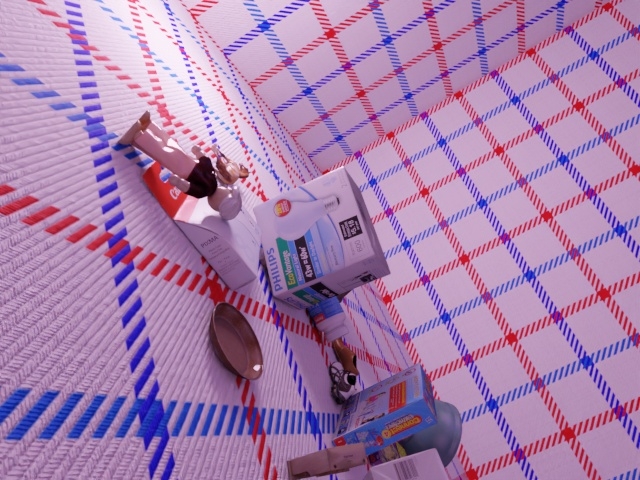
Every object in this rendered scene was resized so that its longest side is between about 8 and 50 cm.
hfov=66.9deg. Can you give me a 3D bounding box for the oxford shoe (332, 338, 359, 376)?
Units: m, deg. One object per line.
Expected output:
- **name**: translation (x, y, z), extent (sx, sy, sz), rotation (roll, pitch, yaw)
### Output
- **oxford shoe**: translation (0.101, 0.445, 1.890), extent (0.076, 0.076, 0.212), rotation (46, 16, -48)

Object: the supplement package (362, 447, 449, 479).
- **supplement package**: translation (0.200, 0.661, 1.185), extent (0.293, 0.177, 0.175), rotation (100, -25, -49)

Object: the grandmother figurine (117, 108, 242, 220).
- **grandmother figurine**: translation (-0.339, -0.181, 1.254), extent (0.342, 0.104, 0.208), rotation (43, 39, -23)

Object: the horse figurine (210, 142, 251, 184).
- **horse figurine**: translation (-0.337, -0.263, 1.735), extent (0.174, 0.066, 0.263), rotation (51, 11, -17)

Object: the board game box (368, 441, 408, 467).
- **board game box**: translation (0.252, 0.788, 1.775), extent (0.347, 0.056, 0.208), rotation (53, 9, -33)

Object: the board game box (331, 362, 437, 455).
- **board game box**: translation (0.204, 0.533, 1.523), extent (0.086, 0.302, 0.308), rotation (61, 11, 1)

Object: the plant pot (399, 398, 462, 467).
- **plant pot**: translation (0.417, 0.783, 2.024), extent (0.196, 0.293, 0.293), rotation (29, 19, -13)

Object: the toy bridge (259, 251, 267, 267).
- **toy bridge**: translation (-0.177, 0.062, 1.728), extent (0.063, 0.026, 0.188), rotation (59, 12, -13)

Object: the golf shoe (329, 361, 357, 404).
- **golf shoe**: translation (0.085, 0.481, 1.676), extent (0.077, 0.094, 0.198), rotation (55, 11, -21)

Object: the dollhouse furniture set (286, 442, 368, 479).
- **dollhouse furniture set**: translation (0.032, 0.570, 1.013), extent (0.212, 0.161, 0.242), rotation (9, 57, -35)

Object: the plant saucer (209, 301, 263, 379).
- **plant saucer**: translation (-0.202, 0.239, 1.131), extent (0.198, 0.036, 0.198), rotation (56, 12, -18)

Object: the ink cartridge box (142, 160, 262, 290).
- **ink cartridge box**: translation (-0.306, -0.088, 1.357), extent (0.385, 0.091, 0.308), rotation (57, 11, -24)

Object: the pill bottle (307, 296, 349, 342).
- **pill bottle**: translation (0.021, 0.268, 1.839), extent (0.221, 0.124, 0.124), rotation (63, 11, 15)

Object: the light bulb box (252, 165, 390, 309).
- **light bulb box**: translation (0.000, 0.000, 1.671), extent (0.225, 0.361, 0.358), rotation (43, 27, -60)

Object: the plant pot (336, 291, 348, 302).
- **plant pot**: translation (0.087, 0.102, 2.167), extent (0.323, 0.280, 0.323), rotation (58, 10, -17)
